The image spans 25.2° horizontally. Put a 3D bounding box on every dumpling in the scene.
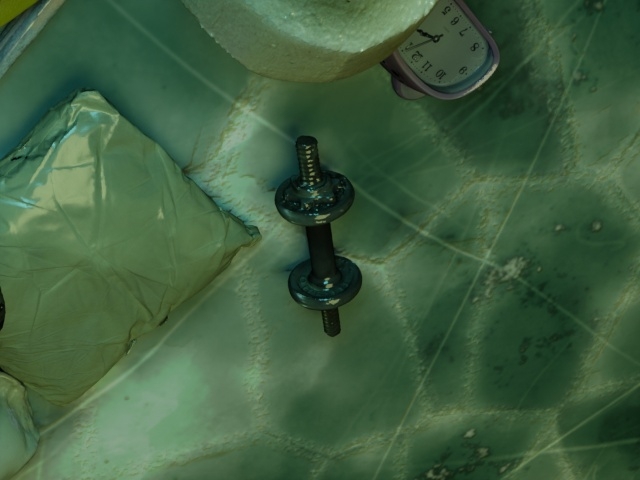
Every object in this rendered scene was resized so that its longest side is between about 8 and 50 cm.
[{"bbox_3d":[-0.363,0.194,1.411,0.169,0.100,0.134,-23,117,-13],"label":"dumpling"}]

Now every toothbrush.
[{"bbox_3d":[-0.312,-0.118,1.250,0.375,0.028,0.037,-48,137,12],"label":"toothbrush"}]

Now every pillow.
[{"bbox_3d":[-0.231,0.021,1.364,0.281,0.076,0.274,-41,134,6],"label":"pillow"}]

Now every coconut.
[{"bbox_3d":[-0.005,-0.250,1.175,0.237,0.266,0.237,0,89,-15],"label":"coconut"}]

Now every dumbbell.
[{"bbox_3d":[0.000,0.000,1.467,0.082,0.081,0.254,-20,131,-14],"label":"dumbbell"}]

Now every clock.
[{"bbox_3d":[0.102,-0.194,1.395,0.110,0.050,0.153,-42,132,7],"label":"clock"}]

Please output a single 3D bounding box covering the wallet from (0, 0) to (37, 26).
[{"bbox_3d":[-0.309,-0.261,1.121,0.141,0.067,0.241,-36,133,3],"label":"wallet"}]

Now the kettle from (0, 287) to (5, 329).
[{"bbox_3d":[-0.423,0.052,1.171,0.321,0.228,0.324,-8,150,-1],"label":"kettle"}]
